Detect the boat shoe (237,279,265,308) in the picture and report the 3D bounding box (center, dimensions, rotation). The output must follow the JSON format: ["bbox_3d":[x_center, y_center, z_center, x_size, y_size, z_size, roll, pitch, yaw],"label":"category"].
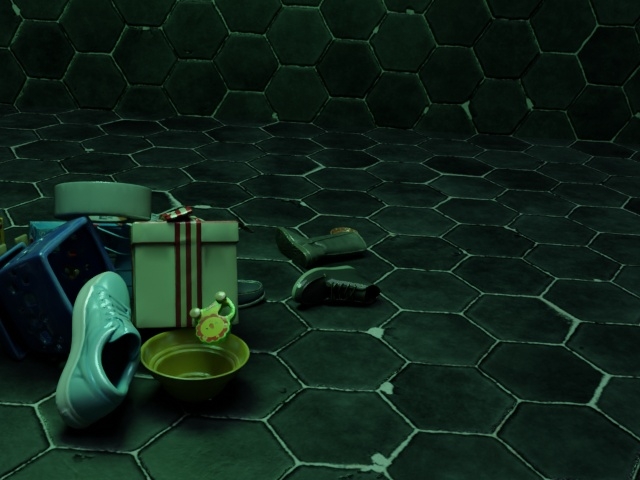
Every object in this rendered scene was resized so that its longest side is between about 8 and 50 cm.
[{"bbox_3d":[-0.260,0.116,2.011,0.254,0.079,0.095,-1,23,-10],"label":"boat shoe"}]

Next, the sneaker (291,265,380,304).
[{"bbox_3d":[0.041,0.120,2.041,0.222,0.083,0.118,-15,29,-39],"label":"sneaker"}]

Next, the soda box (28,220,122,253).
[{"bbox_3d":[-0.599,-0.007,2.015,0.210,0.067,0.071,-1,15,-34],"label":"soda box"}]

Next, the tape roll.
[{"bbox_3d":[-0.501,-0.084,1.899,0.219,0.072,0.219,1,-5,0],"label":"tape roll"}]

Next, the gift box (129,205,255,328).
[{"bbox_3d":[-0.291,0.059,1.837,0.276,0.258,0.255,-2,-2,-20],"label":"gift box"}]

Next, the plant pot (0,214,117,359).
[{"bbox_3d":[-0.584,0.110,1.769,0.212,0.236,0.236,-16,19,14],"label":"plant pot"}]

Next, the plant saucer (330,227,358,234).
[{"bbox_3d":[0.071,-0.018,2.463,0.083,0.013,0.083,3,22,-1],"label":"plant saucer"}]

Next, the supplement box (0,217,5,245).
[{"bbox_3d":[-0.893,0.017,2.123,0.080,0.104,0.188,5,23,4],"label":"supplement box"}]

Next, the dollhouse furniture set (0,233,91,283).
[{"bbox_3d":[-0.692,0.065,1.997,0.261,0.135,0.259,13,24,21],"label":"dollhouse furniture set"}]

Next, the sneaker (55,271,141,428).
[{"bbox_3d":[-0.399,0.192,1.612,0.150,0.135,0.366,-26,42,21],"label":"sneaker"}]

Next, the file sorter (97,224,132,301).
[{"bbox_3d":[-0.482,0.056,1.976,0.118,0.170,0.104,19,10,32],"label":"file sorter"}]

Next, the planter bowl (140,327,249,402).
[{"bbox_3d":[-0.252,0.262,1.649,0.217,0.090,0.217,4,20,-1],"label":"planter bowl"}]

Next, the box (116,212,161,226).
[{"bbox_3d":[-0.525,-0.046,2.426,0.093,0.027,0.137,17,26,31],"label":"box"}]

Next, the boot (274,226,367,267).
[{"bbox_3d":[-0.001,0.001,2.330,0.208,0.076,0.189,-20,46,-31],"label":"boot"}]

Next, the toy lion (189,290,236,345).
[{"bbox_3d":[-0.213,0.165,1.681,0.100,0.034,0.096,-35,56,-16],"label":"toy lion"}]
